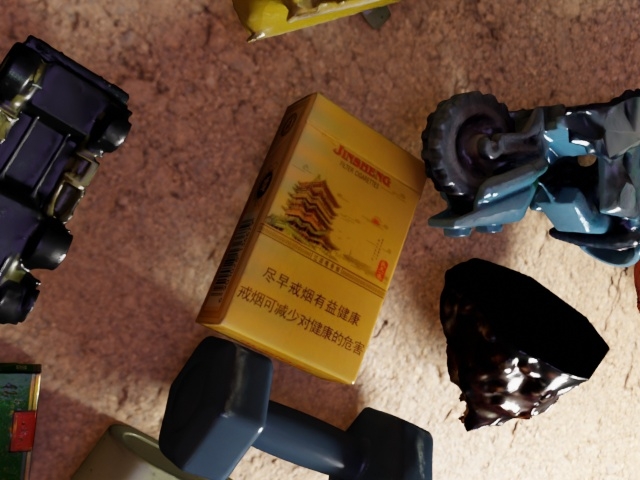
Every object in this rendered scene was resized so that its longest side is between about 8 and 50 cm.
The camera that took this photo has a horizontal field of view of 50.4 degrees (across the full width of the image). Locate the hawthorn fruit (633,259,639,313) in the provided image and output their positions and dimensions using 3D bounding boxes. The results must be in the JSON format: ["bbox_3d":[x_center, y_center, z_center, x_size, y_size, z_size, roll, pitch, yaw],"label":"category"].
[{"bbox_3d":[0.568,0.004,0.943,0.276,0.276,0.307,5,79,-23],"label":"hawthorn fruit"}]

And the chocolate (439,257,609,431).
[{"bbox_3d":[0.216,0.154,0.872,0.224,0.206,0.177,-14,138,-57],"label":"chocolate"}]

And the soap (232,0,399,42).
[{"bbox_3d":[0.046,-0.384,0.669,0.335,0.156,0.293,-25,103,-24],"label":"soap"}]

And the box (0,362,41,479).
[{"bbox_3d":[-0.411,0.186,0.682,0.235,0.034,0.132,7,98,-24],"label":"box"}]

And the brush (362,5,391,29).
[{"bbox_3d":[0.023,-0.316,0.766,0.178,0.030,0.033,46,72,-23],"label":"brush"}]

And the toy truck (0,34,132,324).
[{"bbox_3d":[-0.289,-0.054,0.637,0.127,0.127,0.257,31,87,-31],"label":"toy truck"}]

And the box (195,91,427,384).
[{"bbox_3d":[0.000,0.000,0.755,0.174,0.076,0.274,29,72,-26],"label":"box"}]

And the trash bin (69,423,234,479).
[{"bbox_3d":[-0.209,0.364,0.758,0.243,0.121,0.247,38,83,-24],"label":"trash bin"}]

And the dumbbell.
[{"bbox_3d":[-0.019,0.232,0.787,0.316,0.143,0.156,29,45,-25],"label":"dumbbell"}]

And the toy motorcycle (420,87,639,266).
[{"bbox_3d":[0.305,-0.070,0.851,0.416,0.172,0.232,-6,97,-30],"label":"toy motorcycle"}]
